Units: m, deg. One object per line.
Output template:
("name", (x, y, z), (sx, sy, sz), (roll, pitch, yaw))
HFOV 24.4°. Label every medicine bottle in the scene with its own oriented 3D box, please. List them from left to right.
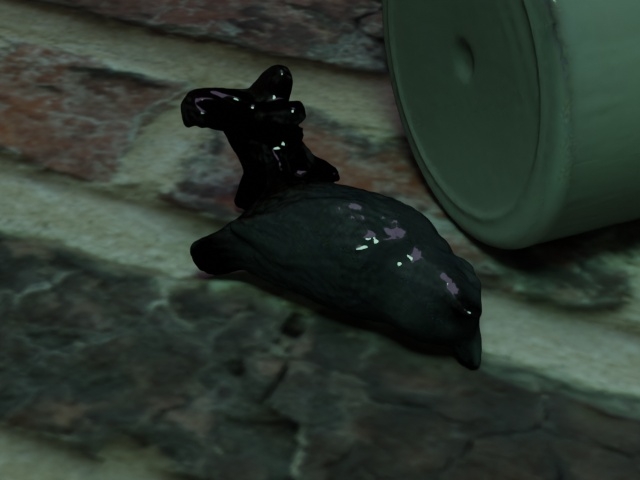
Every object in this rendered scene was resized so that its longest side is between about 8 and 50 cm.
("medicine bottle", (0.185, -0.131, 0.906), (0.232, 0.237, 0.238), (-12, 37, -19))

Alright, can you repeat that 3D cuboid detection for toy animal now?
("toy animal", (0.000, 0.004, 0.837), (0.117, 0.121, 0.210), (-33, 52, -14))
